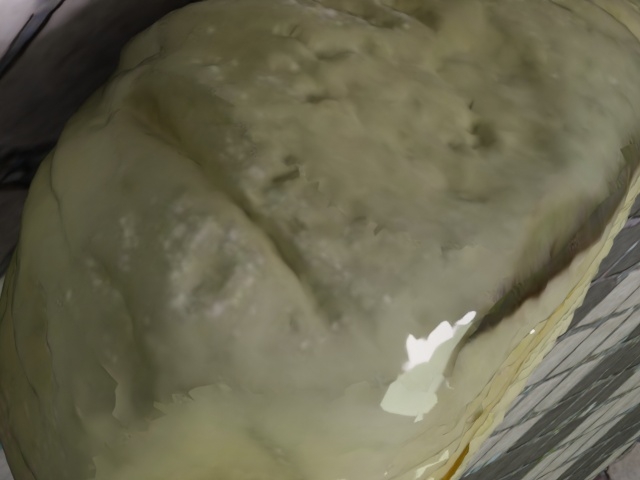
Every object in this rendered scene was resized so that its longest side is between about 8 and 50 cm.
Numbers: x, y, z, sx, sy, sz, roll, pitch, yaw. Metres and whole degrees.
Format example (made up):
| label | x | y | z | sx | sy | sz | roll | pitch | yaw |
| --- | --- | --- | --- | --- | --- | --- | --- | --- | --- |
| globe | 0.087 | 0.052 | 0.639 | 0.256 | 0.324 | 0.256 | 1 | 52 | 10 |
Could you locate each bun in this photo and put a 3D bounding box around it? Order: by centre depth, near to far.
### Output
| label | x | y | z | sx | sy | sz | roll | pitch | yaw |
| --- | --- | --- | --- | --- | --- | --- | --- | --- | --- |
| bun | 0.000 | 0.000 | 0.577 | 0.244 | 0.153 | 0.244 | -51 | 174 | -8 |

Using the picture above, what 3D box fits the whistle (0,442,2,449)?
| label | x | y | z | sx | sy | sz | roll | pitch | yaw |
| --- | --- | --- | --- | --- | --- | --- | --- | --- | --- |
| whistle | -0.206 | 0.117 | 0.566 | 0.269 | 0.093 | 0.180 | -25 | 160 | -26 |
